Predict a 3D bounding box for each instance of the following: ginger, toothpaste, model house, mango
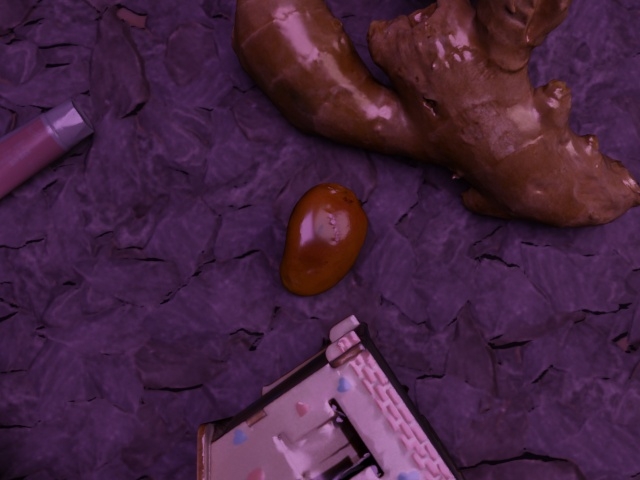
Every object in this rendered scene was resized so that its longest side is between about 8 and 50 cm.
[{"bbox_3d":[0.114,-0.127,0.762,0.363,0.122,0.348,-14,118,25],"label":"ginger"},{"bbox_3d":[-0.315,-0.070,0.797,0.194,0.043,0.067,-32,85,-1],"label":"toothpaste"},{"bbox_3d":[0.022,0.262,0.693,0.244,0.169,0.326,-34,81,0],"label":"model house"},{"bbox_3d":[0.000,0.000,0.781,0.080,0.060,0.114,32,79,-10],"label":"mango"}]
